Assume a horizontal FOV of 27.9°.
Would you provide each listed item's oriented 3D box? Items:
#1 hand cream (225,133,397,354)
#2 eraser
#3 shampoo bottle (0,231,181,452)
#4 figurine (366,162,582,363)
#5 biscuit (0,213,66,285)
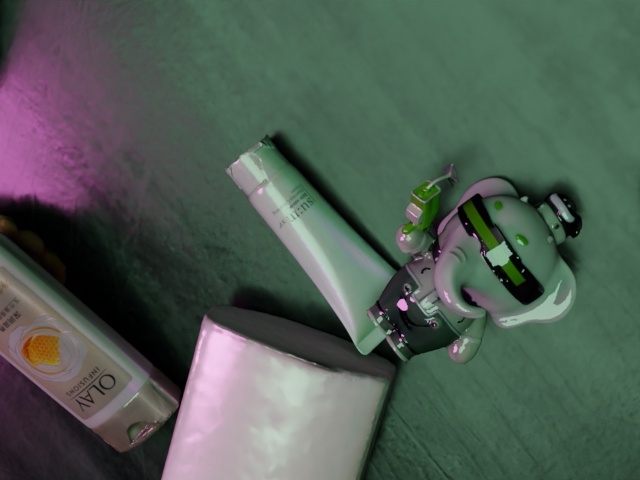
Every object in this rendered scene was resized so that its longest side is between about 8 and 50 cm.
[{"bbox_3d":[0.000,0.000,1.126,0.078,0.050,0.205,-42,92,-13],"label":"hand cream"},{"bbox_3d":[-0.052,0.211,1.153,0.174,0.095,0.270,18,103,9],"label":"eraser"},{"bbox_3d":[-0.233,0.094,1.158,0.086,0.056,0.227,-39,109,21],"label":"shampoo bottle"},{"bbox_3d":[0.130,0.024,1.068,0.192,0.126,0.147,-36,72,4],"label":"figurine"},{"bbox_3d":[-0.329,0.020,1.195,0.183,0.061,0.118,-11,119,13],"label":"biscuit"}]
